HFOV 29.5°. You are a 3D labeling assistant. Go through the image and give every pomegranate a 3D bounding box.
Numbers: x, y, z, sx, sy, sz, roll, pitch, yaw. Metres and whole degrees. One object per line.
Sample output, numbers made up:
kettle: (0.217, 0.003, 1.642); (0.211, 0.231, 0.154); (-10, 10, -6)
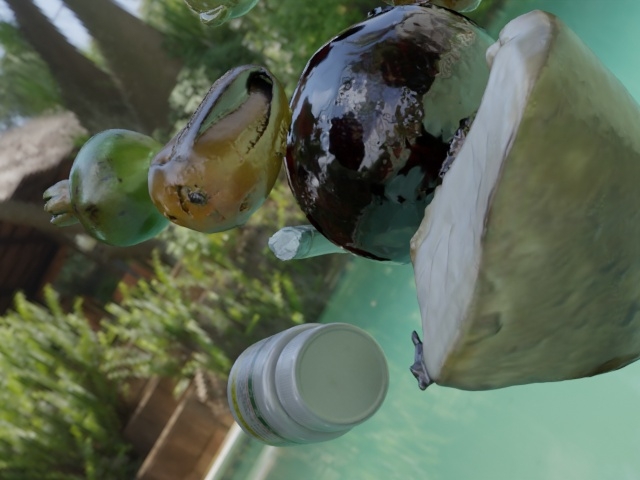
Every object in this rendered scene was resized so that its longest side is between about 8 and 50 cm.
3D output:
pomegranate: (-0.361, -0.079, 2.047); (0.159, 0.241, 0.190); (-74, -7, -45)

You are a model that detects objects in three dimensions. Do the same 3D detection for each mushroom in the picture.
mushroom: (0.267, -0.039, 1.253); (0.397, 0.314, 0.224); (99, 168, -45)

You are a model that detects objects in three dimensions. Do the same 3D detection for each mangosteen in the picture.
mangosteen: (0.154, -0.158, 1.731); (0.381, 0.421, 0.380); (-13, -90, -80)

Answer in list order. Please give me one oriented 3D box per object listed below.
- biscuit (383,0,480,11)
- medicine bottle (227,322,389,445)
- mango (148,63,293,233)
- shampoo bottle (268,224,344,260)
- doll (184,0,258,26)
biscuit: (0.223, -0.509, 2.090); (0.325, 0.326, 0.107); (-59, -33, -17)
medicine bottle: (-0.023, 0.254, 2.150); (0.208, 0.208, 0.340); (-60, 11, -20)
mango: (-0.114, -0.110, 1.461); (0.151, 0.156, 0.248); (64, -146, -40)
shampoo bottle: (0.000, 0.000, 1.855); (0.072, 0.049, 0.212); (-16, -5, 30)
doll: (-0.133, -0.478, 1.966); (0.260, 0.161, 0.177); (-49, 48, 9)
